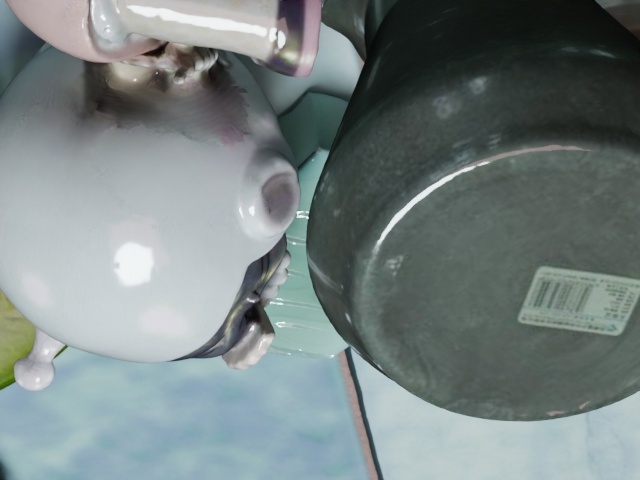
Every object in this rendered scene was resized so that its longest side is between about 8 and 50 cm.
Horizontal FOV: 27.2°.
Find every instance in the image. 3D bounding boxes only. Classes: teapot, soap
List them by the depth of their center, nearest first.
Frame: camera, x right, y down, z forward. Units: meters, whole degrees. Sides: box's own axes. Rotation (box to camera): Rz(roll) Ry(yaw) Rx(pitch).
[{"bbox_3d":[0.138,-0.083,0.844,0.300,0.344,0.253,-8,131,5],"label":"teapot"},{"bbox_3d":[0.000,0.000,1.074,0.145,0.091,0.230,11,128,-11],"label":"soap"}]

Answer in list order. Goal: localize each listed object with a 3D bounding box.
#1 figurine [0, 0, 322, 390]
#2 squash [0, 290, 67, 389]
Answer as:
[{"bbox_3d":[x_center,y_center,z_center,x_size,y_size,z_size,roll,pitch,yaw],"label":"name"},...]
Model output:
[{"bbox_3d":[-0.140,-0.078,0.910,0.211,0.253,0.361,-20,136,-25],"label":"figurine"},{"bbox_3d":[-0.304,0.080,1.004,0.203,0.289,0.111,-18,88,13],"label":"squash"}]
